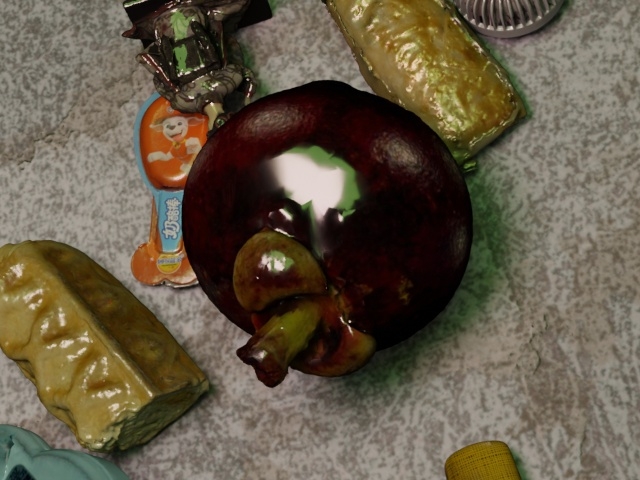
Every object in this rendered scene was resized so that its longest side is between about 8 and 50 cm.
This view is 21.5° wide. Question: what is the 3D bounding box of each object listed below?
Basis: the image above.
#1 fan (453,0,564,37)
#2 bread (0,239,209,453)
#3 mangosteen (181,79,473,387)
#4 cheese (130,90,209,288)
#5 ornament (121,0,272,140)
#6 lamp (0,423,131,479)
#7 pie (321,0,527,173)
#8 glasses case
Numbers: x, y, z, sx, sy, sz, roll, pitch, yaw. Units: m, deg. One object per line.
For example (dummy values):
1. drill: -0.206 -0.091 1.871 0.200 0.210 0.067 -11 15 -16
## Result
1. fan: 0.219 -0.343 1.888 0.130 0.074 0.244 5 67 19
2. bread: -0.256 0.103 1.792 0.152 0.130 0.268 -26 63 -40
3. mangosteen: 0.002 -0.015 1.692 0.297 0.293 0.297 2 98 16
4. cheese: -0.162 -0.067 1.878 0.106 0.037 0.256 -1 70 11
5. ornament: -0.115 -0.172 1.845 0.166 0.153 0.196 -18 73 1
6. lamp: -0.284 0.302 1.712 0.284 0.147 0.209 36 92 20
7. pie: 0.112 -0.202 1.859 0.128 0.068 0.282 -35 73 -2
8. glasses case: 0.186 0.312 1.668 0.079 0.064 0.234 -17 68 -3
